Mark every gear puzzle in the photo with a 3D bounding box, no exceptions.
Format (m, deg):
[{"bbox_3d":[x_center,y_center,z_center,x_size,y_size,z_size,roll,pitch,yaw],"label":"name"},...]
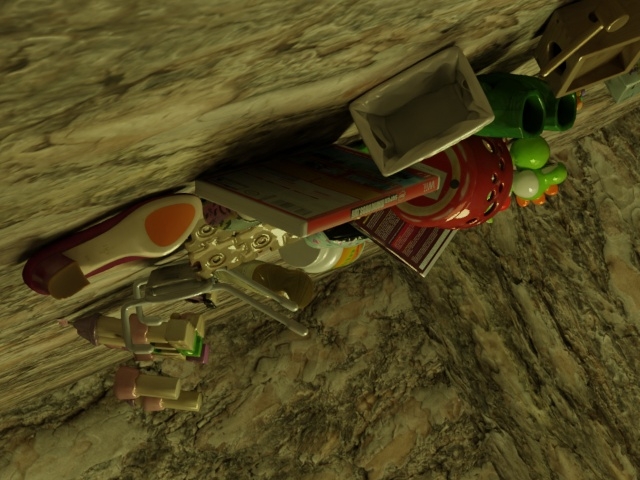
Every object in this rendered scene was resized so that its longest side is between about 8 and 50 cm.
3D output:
[{"bbox_3d":[-0.065,-0.059,1.360,0.339,0.044,0.175,-23,143,-10],"label":"gear puzzle"}]

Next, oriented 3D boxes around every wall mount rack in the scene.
[{"bbox_3d":[-0.189,0.109,1.517,0.304,0.130,0.350,-9,-171,-5],"label":"wall mount rack"}]

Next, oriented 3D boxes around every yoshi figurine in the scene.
[{"bbox_3d":[0.505,-0.198,2.410,0.362,0.203,0.203,-14,137,15],"label":"yoshi figurine"}]

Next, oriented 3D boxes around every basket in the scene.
[{"bbox_3d":[0.141,-0.170,1.148,0.167,0.113,0.103,-27,176,16],"label":"basket"}]

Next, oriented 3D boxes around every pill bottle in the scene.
[{"bbox_3d":[0.000,0.000,1.873,0.136,0.136,0.246,-29,173,20],"label":"pill bottle"}]

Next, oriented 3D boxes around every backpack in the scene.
[{"bbox_3d":[0.048,-0.045,1.713,0.182,0.152,0.115,-15,173,-35],"label":"backpack"}]

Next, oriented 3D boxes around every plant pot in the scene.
[{"bbox_3d":[0.204,-0.112,1.410,0.191,0.191,0.174,-29,167,28],"label":"plant pot"}]

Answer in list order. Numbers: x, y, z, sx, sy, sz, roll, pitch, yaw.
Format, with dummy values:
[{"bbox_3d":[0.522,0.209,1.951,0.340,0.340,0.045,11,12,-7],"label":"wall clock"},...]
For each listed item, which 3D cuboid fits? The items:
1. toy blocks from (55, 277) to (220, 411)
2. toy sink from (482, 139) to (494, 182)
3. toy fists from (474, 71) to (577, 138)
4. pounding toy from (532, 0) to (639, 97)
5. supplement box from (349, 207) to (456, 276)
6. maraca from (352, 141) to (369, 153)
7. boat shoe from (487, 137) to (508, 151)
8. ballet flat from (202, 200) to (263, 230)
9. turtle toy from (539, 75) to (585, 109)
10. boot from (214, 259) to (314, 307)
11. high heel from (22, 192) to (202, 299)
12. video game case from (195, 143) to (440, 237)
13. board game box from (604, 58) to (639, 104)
[{"bbox_3d":[-0.381,0.192,1.790,0.260,0.308,0.288,6,163,5],"label":"toy blocks"},{"bbox_3d":[0.282,-0.152,1.705,0.131,0.152,0.234,-28,173,14],"label":"toy sink"},{"bbox_3d":[0.296,-0.215,1.340,0.142,0.096,0.279,7,-164,33],"label":"toy fists"},{"bbox_3d":[0.370,-0.295,1.194,0.181,0.094,0.206,-21,164,-7],"label":"pounding toy"},{"bbox_3d":[0.150,-0.042,1.640,0.239,0.073,0.130,37,88,-40],"label":"supplement box"},{"bbox_3d":[0.069,-0.109,1.466,0.127,0.099,0.185,-16,144,-41],"label":"maraca"},{"bbox_3d":[0.420,-0.240,2.042,0.043,0.049,0.137,-33,166,36],"label":"boat shoe"},{"bbox_3d":[-0.061,-0.065,1.245,0.222,0.076,0.079,-12,-174,-20],"label":"ballet flat"},{"bbox_3d":[0.463,-0.285,1.611,0.066,0.095,0.130,-41,-163,46],"label":"turtle toy"},{"bbox_3d":[-0.127,0.080,1.830,0.165,0.077,0.213,14,173,38],"label":"boot"},{"bbox_3d":[-0.278,-0.001,1.135,0.244,0.082,0.117,-38,-148,-25],"label":"high heel"},{"bbox_3d":[0.000,-0.077,1.174,0.204,0.025,0.285,22,-151,38],"label":"video game case"},{"bbox_3d":[0.734,-0.403,1.732,0.303,0.097,0.224,-26,175,12],"label":"board game box"}]
